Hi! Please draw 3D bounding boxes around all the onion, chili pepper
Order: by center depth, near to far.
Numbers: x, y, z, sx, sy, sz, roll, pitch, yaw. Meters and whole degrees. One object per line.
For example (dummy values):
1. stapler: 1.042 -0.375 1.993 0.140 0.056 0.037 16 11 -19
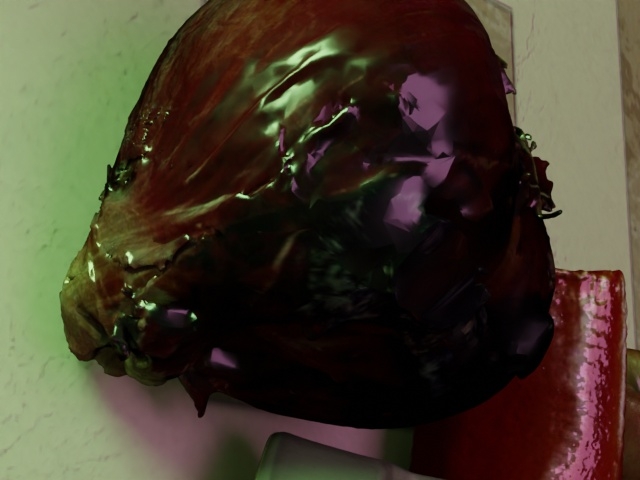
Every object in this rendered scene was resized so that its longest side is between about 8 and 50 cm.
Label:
1. onion: 0.015 -0.012 0.808 0.281 0.221 0.281 -16 118 -34
2. chili pepper: 0.114 0.182 0.931 0.134 0.131 0.338 8 72 -7

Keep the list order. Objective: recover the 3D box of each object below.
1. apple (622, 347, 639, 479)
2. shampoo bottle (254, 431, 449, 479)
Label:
1. apple: 0.221 0.138 1.092 0.126 0.126 0.102 -27 142 -50
2. shampoo bottle: 0.075 0.179 0.809 0.087 0.234 0.118 96 7 -50
